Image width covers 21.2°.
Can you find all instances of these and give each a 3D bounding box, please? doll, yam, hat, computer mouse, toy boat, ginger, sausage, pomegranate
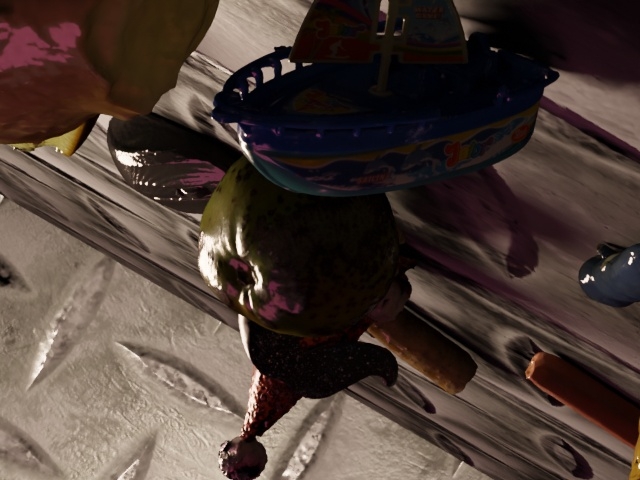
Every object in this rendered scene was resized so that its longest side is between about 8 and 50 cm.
[{"bbox_3d":[0.169,0.017,0.920,0.037,0.027,0.125,31,169,-4],"label":"doll"},{"bbox_3d":[0.016,0.041,1.557,0.327,0.045,0.045,36,-158,-24],"label":"yam"},{"bbox_3d":[-0.027,0.079,1.322,0.140,0.227,0.129,30,174,-29],"label":"hat"},{"bbox_3d":[-0.122,-0.058,1.407,0.172,0.057,0.099,21,160,44],"label":"computer mouse"},{"bbox_3d":[0.022,-0.077,0.674,0.091,0.110,0.175,26,-147,36],"label":"toy boat"},{"bbox_3d":[-0.147,-0.114,0.857,0.152,0.138,0.267,7,-175,-31],"label":"ginger"},{"bbox_3d":[0.229,0.135,1.382,0.147,0.030,0.035,33,175,-13],"label":"sausage"},{"bbox_3d":[-0.005,0.010,1.122,0.138,0.125,0.163,5,156,39],"label":"pomegranate"}]

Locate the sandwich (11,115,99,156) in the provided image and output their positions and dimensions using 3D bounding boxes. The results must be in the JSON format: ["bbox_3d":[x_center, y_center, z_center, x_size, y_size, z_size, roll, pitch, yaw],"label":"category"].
[{"bbox_3d":[-0.188,-0.120,1.204,0.090,0.088,0.244,23,169,-7],"label":"sandwich"}]

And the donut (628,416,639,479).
[{"bbox_3d":[0.324,0.212,1.050,0.330,0.160,0.330,23,170,4],"label":"donut"}]
